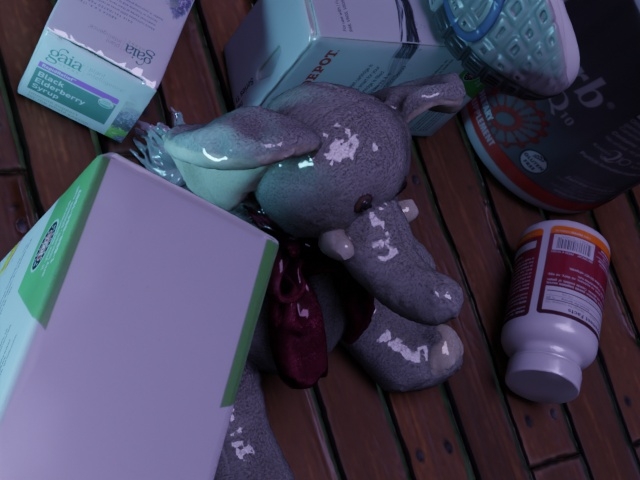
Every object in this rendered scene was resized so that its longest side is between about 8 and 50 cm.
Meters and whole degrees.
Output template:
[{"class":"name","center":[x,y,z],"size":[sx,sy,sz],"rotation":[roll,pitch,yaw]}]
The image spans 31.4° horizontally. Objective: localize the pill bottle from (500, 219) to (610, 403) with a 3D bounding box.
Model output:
[{"class":"pill bottle","center":[0.208,0.064,1.018],"size":[0.086,0.086,0.152],"rotation":[28,58,-17]}]

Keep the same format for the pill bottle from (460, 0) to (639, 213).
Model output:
[{"class":"pill bottle","center":[0.304,-0.183,1.014],"size":[0.210,0.363,0.210],"rotation":[13,62,-25]}]

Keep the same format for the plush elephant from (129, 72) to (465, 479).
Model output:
[{"class":"plush elephant","center":[0.000,0.000,0.818],"size":[0.272,0.255,0.330],"rotation":[-26,83,-36]}]

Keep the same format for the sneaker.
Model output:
[{"class":"sneaker","center":[0.141,-0.248,0.927],"size":[0.129,0.111,0.297],"rotation":[-8,68,-40]}]

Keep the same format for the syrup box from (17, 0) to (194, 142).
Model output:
[{"class":"syrup box","center":[-0.152,-0.207,0.923],"size":[0.093,0.096,0.236],"rotation":[26,58,-16]}]

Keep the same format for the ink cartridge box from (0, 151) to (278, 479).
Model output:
[{"class":"ink cartridge box","center":[-0.159,0.105,0.666],"size":[0.117,0.278,0.201],"rotation":[27,57,-21]}]

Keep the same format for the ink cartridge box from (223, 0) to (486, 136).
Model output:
[{"class":"ink cartridge box","center":[0.041,-0.163,0.982],"size":[0.208,0.153,0.086],"rotation":[-1,67,-32]}]
